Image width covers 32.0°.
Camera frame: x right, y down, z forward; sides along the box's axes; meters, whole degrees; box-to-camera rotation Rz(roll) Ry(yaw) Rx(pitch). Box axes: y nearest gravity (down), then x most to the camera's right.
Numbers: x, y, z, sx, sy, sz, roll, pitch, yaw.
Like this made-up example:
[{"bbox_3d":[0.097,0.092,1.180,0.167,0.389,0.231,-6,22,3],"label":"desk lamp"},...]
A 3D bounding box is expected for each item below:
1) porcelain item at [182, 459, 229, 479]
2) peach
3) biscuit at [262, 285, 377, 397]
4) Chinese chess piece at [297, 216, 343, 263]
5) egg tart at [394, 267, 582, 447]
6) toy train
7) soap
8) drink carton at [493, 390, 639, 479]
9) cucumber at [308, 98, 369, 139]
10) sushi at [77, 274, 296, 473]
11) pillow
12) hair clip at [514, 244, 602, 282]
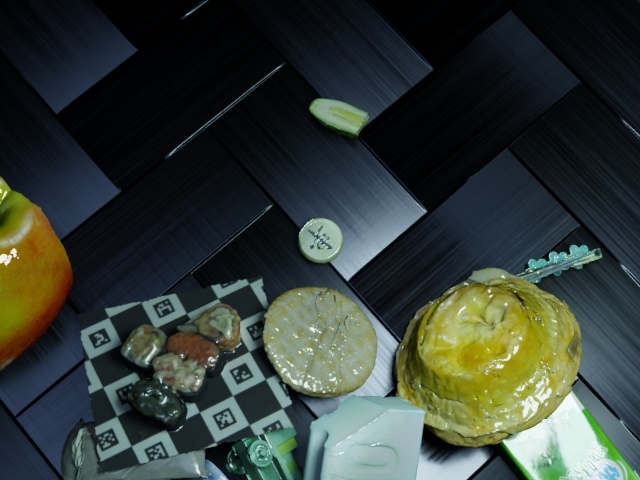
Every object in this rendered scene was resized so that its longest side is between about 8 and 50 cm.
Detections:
[{"bbox_3d":[-0.257,0.480,1.847,0.141,0.141,0.259,44,72,10],"label":"porcelain item"},{"bbox_3d":[-0.591,0.100,1.860,0.242,0.380,0.306,46,53,12],"label":"peach"},{"bbox_3d":[0.000,0.173,1.940,0.219,0.033,0.220,11,58,-18],"label":"biscuit"},{"bbox_3d":[0.000,0.000,2.023,0.084,0.034,0.084,0,76,-1],"label":"Chinese chess piece"},{"bbox_3d":[0.265,0.180,1.869,0.341,0.129,0.341,-17,48,20],"label":"egg tart"},{"bbox_3d":[-0.070,0.397,1.879,0.132,0.083,0.200,-24,87,-47],"label":"toy train"},{"bbox_3d":[0.062,0.401,1.807,0.172,0.095,0.290,7,94,-25],"label":"soap"},{"bbox_3d":[0.411,0.367,1.889,0.161,0.108,0.271,-35,79,-6],"label":"drink carton"},{"bbox_3d":[0.030,-0.228,2.084,0.107,0.035,0.067,25,58,7],"label":"cucumber"},{"bbox_3d":[-0.237,0.202,1.890,0.339,0.069,0.320,-12,55,-5],"label":"sushi"},{"bbox_3d":[-0.312,0.344,1.878,0.255,0.059,0.169,-8,41,2],"label":"pillow"},{"bbox_3d":[0.421,0.042,2.010,0.172,0.049,0.049,-18,76,-10],"label":"hair clip"}]
